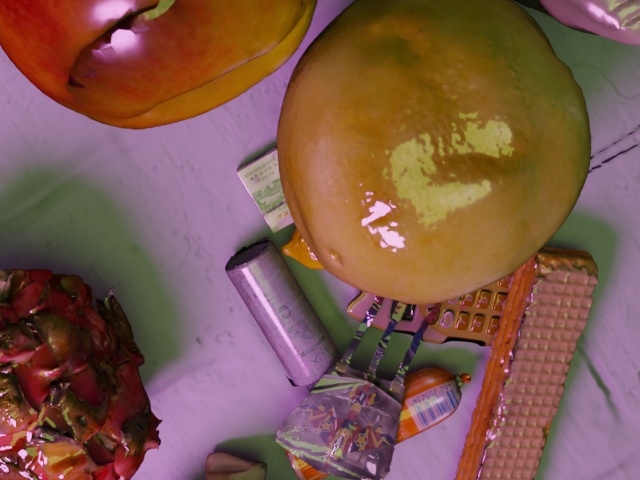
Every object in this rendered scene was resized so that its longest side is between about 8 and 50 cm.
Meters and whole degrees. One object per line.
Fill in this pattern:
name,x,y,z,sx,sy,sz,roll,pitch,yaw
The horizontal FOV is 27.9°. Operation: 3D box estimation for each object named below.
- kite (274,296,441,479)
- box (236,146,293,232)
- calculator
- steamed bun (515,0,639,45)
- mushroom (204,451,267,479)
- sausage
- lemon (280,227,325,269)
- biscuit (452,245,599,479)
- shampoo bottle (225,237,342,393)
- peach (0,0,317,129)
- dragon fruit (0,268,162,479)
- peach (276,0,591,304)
kite,0.053,0.161,1.463,0.141,0.015,0.245,22,100,-12
box,-0.052,-0.057,1.456,0.054,0.024,0.083,-31,106,2
calculator,0.153,0.045,1.501,0.236,0.033,0.157,10,103,-11
steamed bun,0.300,-0.360,1.288,0.342,0.255,0.367,-28,88,-3
mushroom,-0.104,0.344,1.495,0.204,0.204,0.204,-1,105,-5
sausage,0.071,0.211,1.518,0.234,0.071,0.071,-25,106,2
lemon,0.000,0.000,1.456,0.092,0.065,0.065,-19,106,-5
biscuit,0.235,0.188,1.520,0.094,0.054,0.378,6,107,-22
shampoo bottle,-0.032,0.102,1.480,0.072,0.072,0.214,-29,106,3
peach,-0.169,-0.299,1.228,0.370,0.370,0.370,-1,105,-5
dragon fruit,-0.329,0.156,1.380,0.269,0.250,0.291,-29,113,22
peach,0.108,-0.104,1.322,0.314,0.281,0.315,-18,98,3
